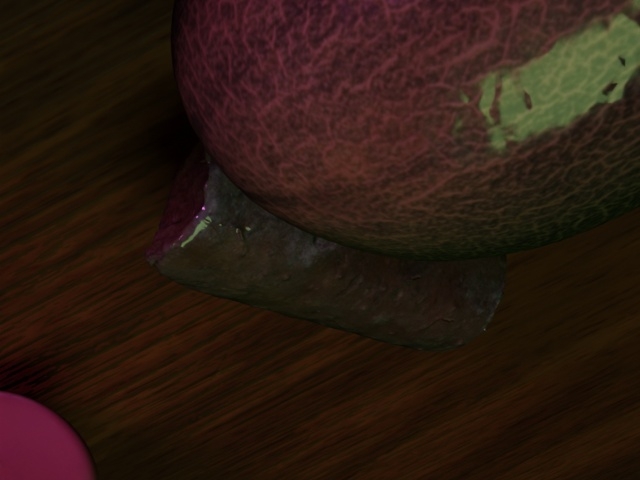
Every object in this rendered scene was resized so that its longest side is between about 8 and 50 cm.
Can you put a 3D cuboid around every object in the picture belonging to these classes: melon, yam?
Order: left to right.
[{"bbox_3d":[0.000,0.000,0.905,0.259,0.106,0.106,20,127,-42],"label":"yam"},{"bbox_3d":[0.079,-0.117,0.675,0.302,0.237,0.237,-29,146,10],"label":"melon"}]

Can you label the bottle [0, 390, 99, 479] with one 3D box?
[{"bbox_3d":[-0.258,0.225,1.017,0.206,0.173,0.297,24,134,-4],"label":"bottle"}]
